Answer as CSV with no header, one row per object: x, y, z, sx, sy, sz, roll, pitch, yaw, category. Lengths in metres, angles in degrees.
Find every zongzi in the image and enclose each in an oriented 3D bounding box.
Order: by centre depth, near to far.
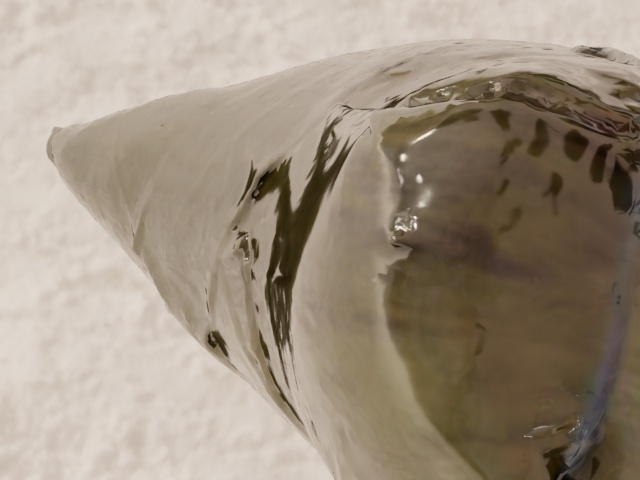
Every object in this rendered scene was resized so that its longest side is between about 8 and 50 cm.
0.000,0.000,0.557,0.393,0.174,0.356,15,4,17,zongzi
